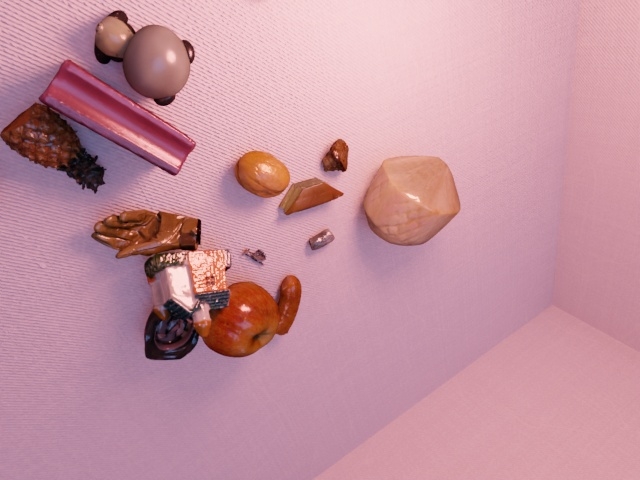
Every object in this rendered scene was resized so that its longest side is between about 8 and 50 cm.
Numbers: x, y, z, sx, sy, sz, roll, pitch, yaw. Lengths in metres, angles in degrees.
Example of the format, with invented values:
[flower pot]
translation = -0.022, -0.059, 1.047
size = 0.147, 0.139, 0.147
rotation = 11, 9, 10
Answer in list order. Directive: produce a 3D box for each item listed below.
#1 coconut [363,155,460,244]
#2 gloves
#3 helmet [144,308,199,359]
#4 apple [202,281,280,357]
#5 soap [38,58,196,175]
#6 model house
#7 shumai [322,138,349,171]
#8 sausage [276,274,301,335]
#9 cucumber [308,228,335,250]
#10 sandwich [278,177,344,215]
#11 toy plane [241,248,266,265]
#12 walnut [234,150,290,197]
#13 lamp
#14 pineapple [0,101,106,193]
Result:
[coconut]
translation = 0.391, -0.177, 1.684
size = 0.415, 0.345, 0.415
rotation = -25, 151, -15
[gloves]
translation = -0.558, -0.023, 1.311
size = 0.330, 0.141, 0.154
rotation = 0, 101, -22
[helmet]
translation = -0.544, 0.303, 1.475
size = 0.198, 0.154, 0.253
rotation = 13, 122, -38
[apple]
translation = -0.290, 0.306, 1.524
size = 0.309, 0.249, 0.278
rotation = -54, 172, -45
[soap]
translation = -0.550, -0.333, 1.111
size = 0.359, 0.233, 0.128
rotation = 31, 93, -37
[model house]
translation = -0.436, 0.187, 1.360
size = 0.271, 0.190, 0.301
rotation = -2, 71, -38
[shumai]
translation = 0.060, -0.333, 1.574
size = 0.104, 0.139, 0.123
rotation = 3, 82, 0
[sausage]
translation = -0.144, 0.278, 1.731
size = 0.108, 0.109, 0.271
rotation = 5, 110, -32
[cucumber]
translation = 0.002, -0.001, 1.708
size = 0.111, 0.064, 0.064
rotation = -31, 125, -13
[sandwich]
translation = -0.040, -0.186, 1.574
size = 0.257, 0.094, 0.096
rotation = -21, 123, -20
[toy plane]
translation = -0.258, 0.060, 1.603
size = 0.049, 0.031, 0.120
rotation = -49, 131, 9
[walnut]
translation = -0.203, -0.232, 1.416
size = 0.206, 0.159, 0.159
rotation = 15, 104, -34
[lamp]
translation = -0.485, -0.508, 1.112
size = 0.243, 0.198, 0.198
rotation = 28, 97, -14
[pineapple]
translation = -0.713, -0.235, 1.117
size = 0.158, 0.158, 0.279
rotation = -43, 131, -7
